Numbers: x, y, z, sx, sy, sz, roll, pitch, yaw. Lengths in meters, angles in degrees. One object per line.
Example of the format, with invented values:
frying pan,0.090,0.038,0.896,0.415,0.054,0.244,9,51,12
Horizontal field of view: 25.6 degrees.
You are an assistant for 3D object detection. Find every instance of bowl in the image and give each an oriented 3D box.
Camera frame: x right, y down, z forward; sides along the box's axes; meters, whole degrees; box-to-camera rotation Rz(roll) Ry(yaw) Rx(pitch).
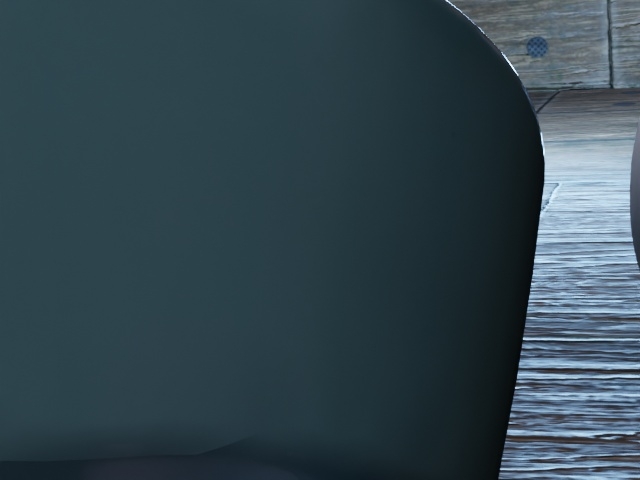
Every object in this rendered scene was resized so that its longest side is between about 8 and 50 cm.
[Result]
bowl,-0.069,0.063,0.449,0.311,0.163,0.311,-5,-33,-3

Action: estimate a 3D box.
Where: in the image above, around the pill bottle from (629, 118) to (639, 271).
pill bottle,0.375,-0.018,0.699,0.407,0.229,0.229,7,16,42
